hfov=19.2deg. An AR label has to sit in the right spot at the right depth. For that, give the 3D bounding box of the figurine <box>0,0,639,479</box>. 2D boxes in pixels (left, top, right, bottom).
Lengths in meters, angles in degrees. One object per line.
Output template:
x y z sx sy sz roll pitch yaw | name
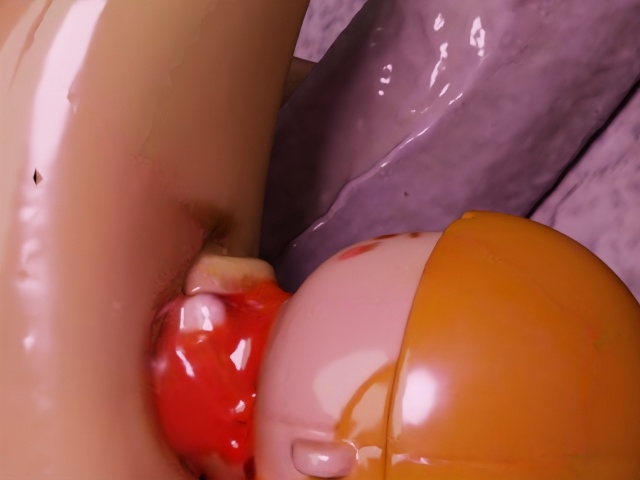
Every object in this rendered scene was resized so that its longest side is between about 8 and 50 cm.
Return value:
-0.017 0.054 0.486 0.222 0.124 0.325 4 89 22 | figurine

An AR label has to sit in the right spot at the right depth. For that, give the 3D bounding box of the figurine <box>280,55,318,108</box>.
-0.170 -0.043 0.619 0.386 0.166 0.207 3 43 7 | figurine

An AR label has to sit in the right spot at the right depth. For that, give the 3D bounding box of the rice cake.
0.001 -0.001 0.584 0.399 0.070 0.064 -50 38 16 | rice cake
